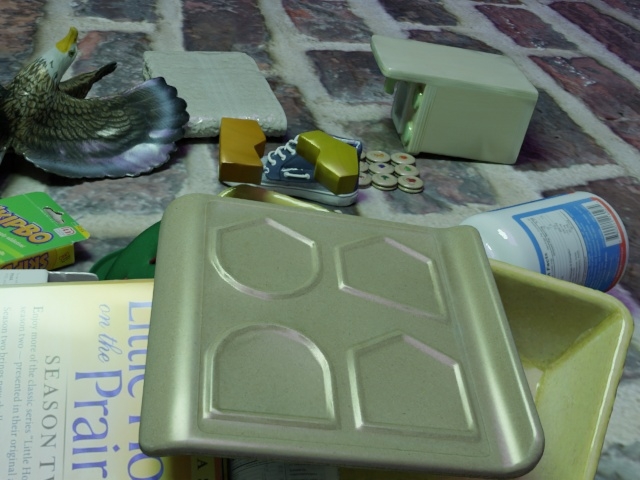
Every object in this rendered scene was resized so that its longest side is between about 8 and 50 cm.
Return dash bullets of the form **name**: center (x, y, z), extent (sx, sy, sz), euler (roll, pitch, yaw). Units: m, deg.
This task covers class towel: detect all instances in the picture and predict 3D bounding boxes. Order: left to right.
- **towel**: center (-0.173, -0.230, 1.313), extent (0.187, 0.049, 0.282), euler (-4, 34, -16)

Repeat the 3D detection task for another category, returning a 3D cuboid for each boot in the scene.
- **boot**: center (-0.039, -0.107, 1.100), extent (0.190, 0.086, 0.069), euler (9, 31, 2)

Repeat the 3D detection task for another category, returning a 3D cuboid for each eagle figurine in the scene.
- **eagle figurine**: center (-0.350, -0.176, 1.097), extent (0.298, 0.225, 0.226), euler (13, 59, -57)

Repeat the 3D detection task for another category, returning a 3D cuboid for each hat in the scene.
- **hat**: center (-0.135, -0.023, 0.846), extent (0.208, 0.183, 0.173), euler (11, 31, 5)

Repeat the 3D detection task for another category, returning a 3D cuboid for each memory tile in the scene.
- **memory tile**: center (0.068, -0.103, 1.189), extent (0.148, 0.012, 0.113), euler (4, 31, -5)

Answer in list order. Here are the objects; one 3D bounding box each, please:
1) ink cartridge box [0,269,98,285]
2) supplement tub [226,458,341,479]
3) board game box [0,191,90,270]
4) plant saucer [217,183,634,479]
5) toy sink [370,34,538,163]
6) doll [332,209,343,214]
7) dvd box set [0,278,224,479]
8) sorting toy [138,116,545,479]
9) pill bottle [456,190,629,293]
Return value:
- **ink cartridge box**: center (-0.286, 0.088, 0.696), extent (0.198, 0.115, 0.067), euler (-1, 31, -13)
- **supplement tub**: center (-0.020, 0.161, 0.505), extent (0.071, 0.071, 0.107), euler (0, 57, -12)
- **board game box**: center (-0.385, 0.013, 0.878), extent (0.259, 0.039, 0.124), euler (-22, 42, -35)
- **plant saucer**: center (0.014, 0.149, 0.596), extent (0.333, 0.081, 0.332), euler (18, 64, 16)
- **toy sink**: center (0.184, -0.212, 1.282), extent (0.234, 0.131, 0.153), euler (7, 31, -11)
- **doll**: center (0.000, 0.000, 0.972), extent (0.189, 0.046, 0.129), euler (12, 40, 20)
- **dvd box set**: center (-0.264, 0.170, 0.476), extent (0.420, 0.062, 0.307), euler (-2, 59, -11)
- **sorting toy**: center (0.004, 0.025, 0.572), extent (0.229, 0.041, 0.307), euler (5, 41, -10)
- **pill bottle**: center (0.214, 0.023, 0.907), extent (0.221, 0.124, 0.124), euler (-12, 36, -29)
